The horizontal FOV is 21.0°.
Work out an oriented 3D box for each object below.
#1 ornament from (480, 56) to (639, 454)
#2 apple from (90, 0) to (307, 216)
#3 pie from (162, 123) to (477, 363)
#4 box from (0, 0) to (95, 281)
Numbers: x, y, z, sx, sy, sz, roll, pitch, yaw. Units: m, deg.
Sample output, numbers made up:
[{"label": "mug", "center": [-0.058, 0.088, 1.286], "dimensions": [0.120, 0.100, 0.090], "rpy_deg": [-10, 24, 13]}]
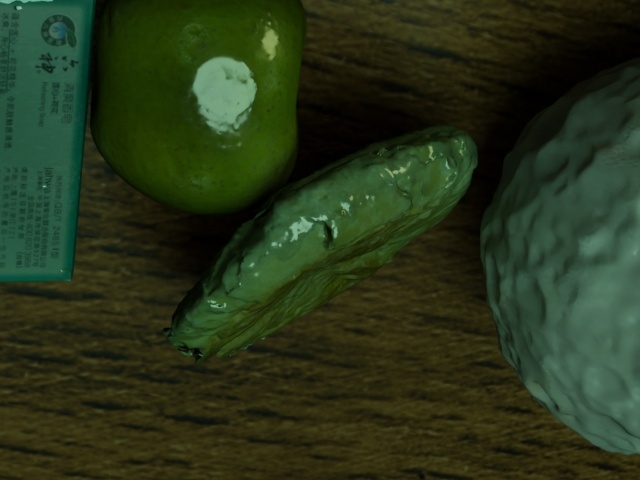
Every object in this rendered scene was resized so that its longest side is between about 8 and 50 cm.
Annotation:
[{"label": "ornament", "center": [0.299, 0.010, 1.368], "dimensions": [0.337, 0.337, 0.337], "rpy_deg": [-8, 122, -13]}, {"label": "apple", "center": [-0.089, -0.117, 1.268], "dimensions": [0.156, 0.196, 0.196], "rpy_deg": [4, 119, -8]}, {"label": "pie", "center": [0.000, 0.000, 1.337], "dimensions": [0.306, 0.306, 0.071], "rpy_deg": [-33, 80, 4]}, {"label": "box", "center": [-0.255, -0.093, 1.290], "dimensions": [0.153, 0.092, 0.245], "rpy_deg": [1, 119, -16]}]
